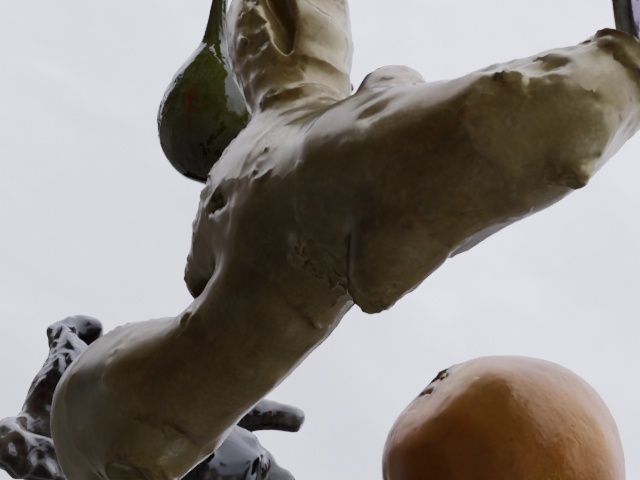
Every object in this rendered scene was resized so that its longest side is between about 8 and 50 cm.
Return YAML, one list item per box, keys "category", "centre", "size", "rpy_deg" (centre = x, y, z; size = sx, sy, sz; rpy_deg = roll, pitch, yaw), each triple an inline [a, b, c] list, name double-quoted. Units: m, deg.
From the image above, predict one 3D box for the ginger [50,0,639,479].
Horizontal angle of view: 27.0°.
- category: "ginger"
  centre: [-0.018, 0.005, 0.716]
  size: [0.122, 0.363, 0.348]
  rpy_deg: [35, -8, -27]

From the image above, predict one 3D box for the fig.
- category: "fig"
  centre: [-0.090, -0.165, 1.220]
  size: [0.124, 0.124, 0.236]
  rpy_deg: [5, -83, 39]

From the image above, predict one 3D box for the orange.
- category: "orange"
  centre: [0.231, 0.290, 1.671]
  size: [0.312, 0.312, 0.312]
  rpy_deg: [24, -33, 17]

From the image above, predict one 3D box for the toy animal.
- category: "toy animal"
  centre: [-0.190, 0.242, 1.482]
  size: [0.344, 0.194, 0.303]
  rpy_deg: [18, 9, 3]

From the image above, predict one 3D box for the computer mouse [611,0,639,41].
- category: "computer mouse"
  centre: [0.322, -0.242, 1.211]
  size: [0.056, 0.245, 0.126]
  rpy_deg: [5, -67, 43]
